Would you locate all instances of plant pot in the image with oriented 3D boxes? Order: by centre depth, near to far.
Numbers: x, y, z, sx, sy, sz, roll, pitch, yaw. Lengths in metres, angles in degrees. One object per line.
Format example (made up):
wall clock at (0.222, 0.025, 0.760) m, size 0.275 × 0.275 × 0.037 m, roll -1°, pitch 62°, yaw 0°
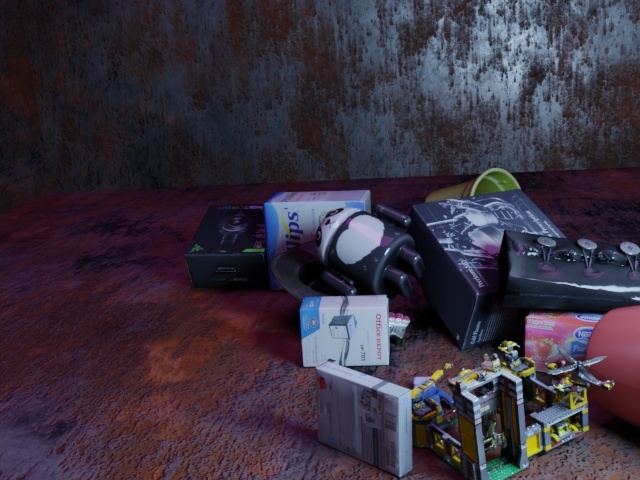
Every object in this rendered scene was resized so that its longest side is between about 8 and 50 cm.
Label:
plant pot at (0.605, 0.217, 1.232) m, size 0.275 × 0.275 × 0.243 m, roll -14°, pitch 8°, yaw -32°
plant pot at (0.472, -0.083, 2.358) m, size 0.276 × 0.276 × 0.254 m, roll -16°, pitch 9°, yaw -38°

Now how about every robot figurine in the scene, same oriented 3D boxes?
robot figurine at (0.115, 0.027, 1.772) m, size 0.278 × 0.174 × 0.209 m, roll 30°, pitch 36°, yaw 30°

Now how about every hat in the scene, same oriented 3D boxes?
hat at (0.031, 0.133, 1.875) m, size 0.331 × 0.134 × 0.331 m, roll 5°, pitch 31°, yaw -3°

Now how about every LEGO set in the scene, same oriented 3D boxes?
LEGO set at (0.298, 0.246, 1.242) m, size 0.331 × 0.192 × 0.255 m, roll -15°, pitch 19°, yaw -15°

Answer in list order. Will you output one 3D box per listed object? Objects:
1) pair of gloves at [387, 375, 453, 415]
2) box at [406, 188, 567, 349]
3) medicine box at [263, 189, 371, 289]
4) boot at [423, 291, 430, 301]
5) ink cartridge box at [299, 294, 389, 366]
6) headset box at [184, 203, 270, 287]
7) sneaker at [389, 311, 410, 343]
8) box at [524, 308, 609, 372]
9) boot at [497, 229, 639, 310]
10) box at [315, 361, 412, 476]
pair of gloves at (0.159, 0.308, 1.422) m, size 0.198 × 0.023 × 0.159 m, roll -3°, pitch 17°, yaw 7°
box at (0.413, 0.057, 1.754) m, size 0.312 × 0.179 × 0.343 m, roll -10°, pitch 40°, yaw -17°
medicine box at (0.000, 0.000, 2.110) m, size 0.289 × 0.264 × 0.149 m, roll -1°, pitch 16°, yaw 12°
boot at (0.421, 0.121, 1.925) m, size 0.269 × 0.089 × 0.236 m, roll -6°, pitch 22°, yaw -12°
ink cartridge box at (0.055, 0.199, 1.616) m, size 0.190 × 0.140 × 0.082 m, roll -2°, pitch 15°, yaw 7°
headset box at (-0.252, 0.020, 2.224) m, size 0.246 × 0.131 × 0.283 m, roll 0°, pitch 37°, yaw 13°
sneaker at (0.120, 0.204, 1.691) m, size 0.170 × 0.075 × 0.063 m, roll 5°, pitch 10°, yaw -10°
box at (0.558, 0.203, 1.503) m, size 0.256 × 0.123 × 0.128 m, roll 4°, pitch 17°, yaw 27°
boot at (0.605, 0.038, 1.564) m, size 0.445 × 0.146 × 0.367 m, roll 1°, pitch 21°, yaw 12°
box at (0.071, 0.300, 1.246) m, size 0.186 × 0.145 × 0.038 m, roll 10°, pitch 18°, yaw 42°
